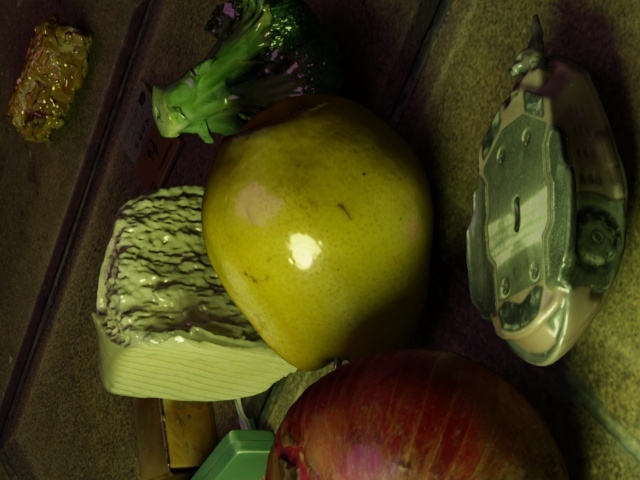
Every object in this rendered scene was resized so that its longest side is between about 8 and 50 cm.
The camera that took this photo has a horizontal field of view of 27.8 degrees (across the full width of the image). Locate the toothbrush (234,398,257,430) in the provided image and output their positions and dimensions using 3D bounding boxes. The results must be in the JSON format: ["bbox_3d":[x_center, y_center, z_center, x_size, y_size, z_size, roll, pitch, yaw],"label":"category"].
[{"bbox_3d":[-0.133,0.172,1.899,0.022,0.026,0.263,-37,59,37],"label":"toothbrush"}]

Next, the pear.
[{"bbox_3d":[0.005,-0.007,1.551,0.285,0.285,0.336,-43,70,41],"label":"pear"}]

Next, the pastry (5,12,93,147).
[{"bbox_3d":[-0.493,-0.280,2.341,0.154,0.102,0.250,48,121,47],"label":"pastry"}]

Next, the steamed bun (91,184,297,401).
[{"bbox_3d":[-0.170,0.071,1.774,0.273,0.290,0.272,-44,40,50],"label":"steamed bun"}]

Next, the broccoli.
[{"bbox_3d":[-0.096,-0.193,1.700,0.254,0.269,0.269,-15,75,62],"label":"broccoli"}]

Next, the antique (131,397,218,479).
[{"bbox_3d":[-0.231,0.209,1.967,0.087,0.093,0.310,-30,64,47],"label":"antique"}]

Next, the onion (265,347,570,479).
[{"bbox_3d":[0.101,0.289,1.367,0.353,0.353,0.354,-6,82,52],"label":"onion"}]

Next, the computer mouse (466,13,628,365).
[{"bbox_3d":[0.248,-0.054,1.368,0.199,0.115,0.389,-31,52,58],"label":"computer mouse"}]

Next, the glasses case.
[{"bbox_3d":[-0.133,0.337,1.844,0.184,0.077,0.039,-53,45,35],"label":"glasses case"}]

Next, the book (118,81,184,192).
[{"bbox_3d":[-0.282,-0.167,2.134,0.172,0.012,0.118,56,129,39],"label":"book"}]
